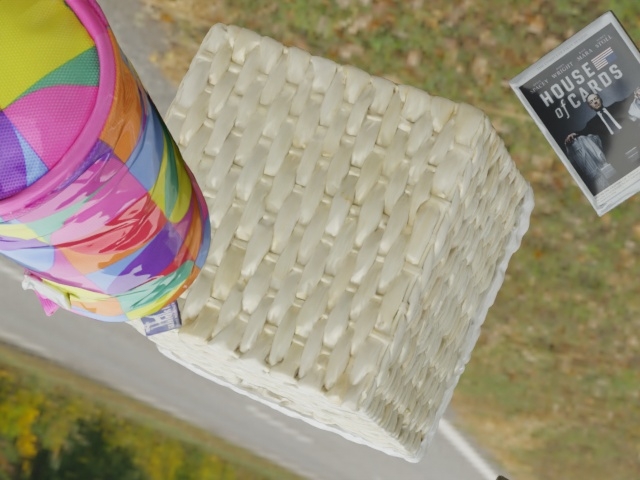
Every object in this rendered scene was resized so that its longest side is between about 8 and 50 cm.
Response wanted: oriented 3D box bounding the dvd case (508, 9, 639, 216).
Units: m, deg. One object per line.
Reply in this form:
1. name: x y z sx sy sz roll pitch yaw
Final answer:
1. dvd case: 0.409 -0.182 1.891 0.179 0.238 0.029 -35 176 18

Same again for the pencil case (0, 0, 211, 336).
1. pencil case: -0.107 -0.026 0.552 0.104 0.104 0.236 13 165 7

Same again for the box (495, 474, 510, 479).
1. box: 0.221 0.456 1.620 0.165 0.270 0.143 28 -169 8

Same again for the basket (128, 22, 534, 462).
1. basket: 0.000 0.000 1.322 0.328 0.331 0.266 21 169 20
